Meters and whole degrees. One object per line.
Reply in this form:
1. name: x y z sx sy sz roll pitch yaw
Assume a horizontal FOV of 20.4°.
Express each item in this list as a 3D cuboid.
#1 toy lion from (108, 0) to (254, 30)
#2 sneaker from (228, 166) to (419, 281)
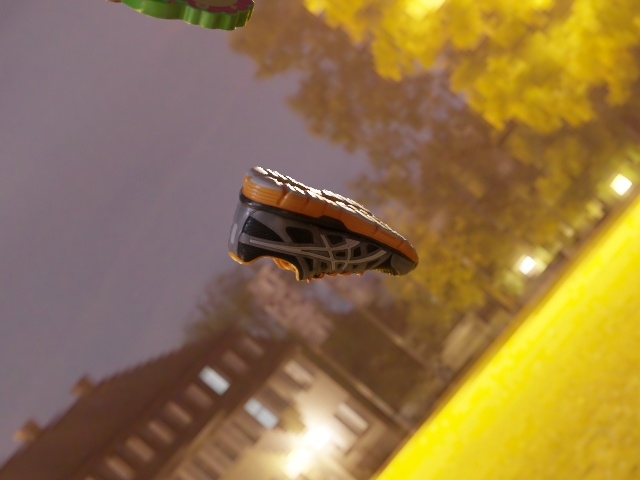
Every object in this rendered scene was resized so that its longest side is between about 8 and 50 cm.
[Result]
1. toy lion: -0.104 -0.187 1.351 0.100 0.096 0.034 -18 -43 -45
2. sneaker: 0.000 0.000 1.625 0.215 0.084 0.083 20 -81 -37
